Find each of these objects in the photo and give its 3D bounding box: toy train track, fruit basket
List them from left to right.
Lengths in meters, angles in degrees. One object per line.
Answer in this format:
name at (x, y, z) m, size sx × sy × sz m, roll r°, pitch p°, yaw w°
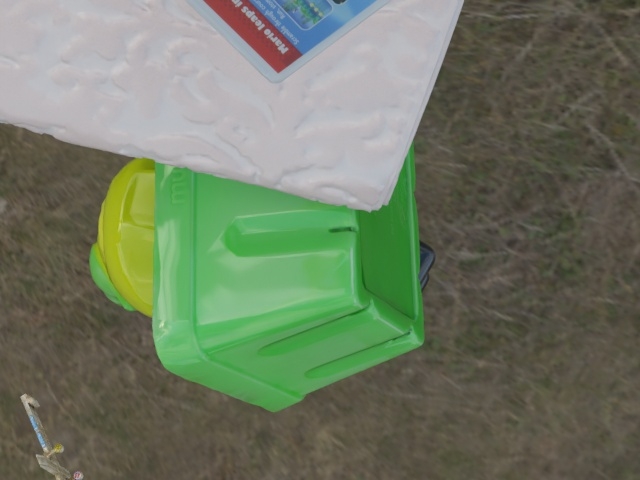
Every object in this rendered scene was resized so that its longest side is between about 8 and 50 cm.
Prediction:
toy train track at (-0.175, 0.133, 0.867) m, size 0.014 × 0.083 × 0.048 m, roll -33°, pitch 150°, yaw 0°
fruit basket at (-0.099, -0.031, 1.228) m, size 0.392 × 0.392 × 0.283 m, roll -55°, pitch 150°, yaw 0°

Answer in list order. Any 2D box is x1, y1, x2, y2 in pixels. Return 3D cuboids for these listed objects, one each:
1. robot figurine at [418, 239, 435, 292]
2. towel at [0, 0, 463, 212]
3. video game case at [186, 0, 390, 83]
robot figurine at (-0.001, 0.003, 1.650) m, size 0.278 × 0.173 × 0.209 m, roll 29°, pitch 116°, yaw 10°
towel at (-0.071, -0.177, 0.928) m, size 0.332 × 0.053 × 0.317 m, roll 14°, pitch 130°, yaw -6°
video game case at (0.024, -0.226, 0.679) m, size 0.285 × 0.025 × 0.204 m, roll -35°, pitch 131°, yaw 16°
